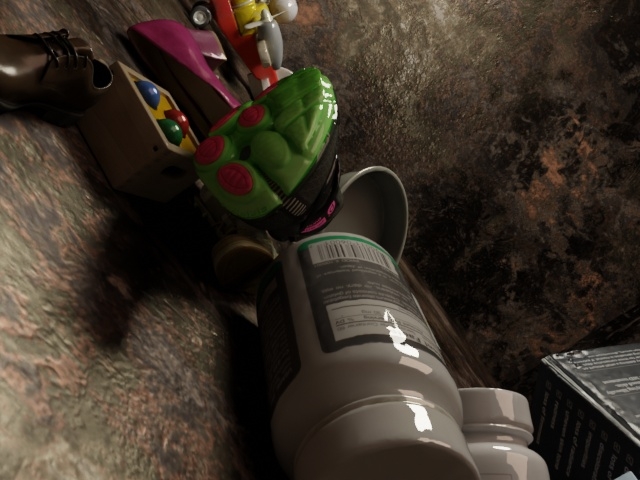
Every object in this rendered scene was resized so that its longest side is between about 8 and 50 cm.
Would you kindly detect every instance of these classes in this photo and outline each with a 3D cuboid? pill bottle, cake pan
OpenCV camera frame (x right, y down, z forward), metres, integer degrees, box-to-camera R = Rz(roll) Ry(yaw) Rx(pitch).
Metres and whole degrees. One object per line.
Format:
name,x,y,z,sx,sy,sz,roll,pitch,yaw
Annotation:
pill bottle,0.184,0.323,0.786,0.160,0.160,0.283,44,41,-50
pill bottle,0.038,0.158,0.781,0.204,0.204,0.361,50,12,-28
cake pan,0.068,-0.004,1.348,0.054,0.293,0.293,18,-16,37

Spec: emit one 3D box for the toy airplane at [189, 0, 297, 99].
toy airplane,-0.169,-0.602,2.046,0.386,0.272,0.384,59,10,20

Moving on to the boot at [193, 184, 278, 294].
boot,-0.122,-0.015,0.950,0.165,0.077,0.213,59,5,16

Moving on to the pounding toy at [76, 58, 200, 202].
pounding toy,-0.225,-0.160,0.880,0.206,0.094,0.181,58,10,12

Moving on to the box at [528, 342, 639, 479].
box,0.583,0.498,1.166,0.472,0.297,0.480,-126,-145,-62

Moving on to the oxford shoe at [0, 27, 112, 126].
oxford shoe,-0.280,-0.177,0.678,0.083,0.096,0.227,58,12,2

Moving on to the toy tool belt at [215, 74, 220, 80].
toy tool belt,-0.232,-0.331,1.518,0.051,0.052,0.083,40,17,-28

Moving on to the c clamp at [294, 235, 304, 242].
c clamp,0.000,0.000,1.441,0.160,0.022,0.137,16,41,-23

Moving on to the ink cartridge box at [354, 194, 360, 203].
ink cartridge box,-0.013,-0.103,1.470,0.217,0.092,0.158,33,6,12

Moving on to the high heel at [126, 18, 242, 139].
high heel,-0.210,-0.218,1.235,0.181,0.127,0.377,-13,70,-48

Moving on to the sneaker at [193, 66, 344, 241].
sneaker,-0.032,-0.098,0.898,0.202,0.185,0.483,57,7,-13

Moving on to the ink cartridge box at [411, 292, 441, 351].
ink cartridge box,0.146,0.174,1.452,0.127,0.128,0.176,49,13,-33

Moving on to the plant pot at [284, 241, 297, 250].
plant pot,-0.026,0.068,1.082,0.096,0.109,0.109,35,20,-31

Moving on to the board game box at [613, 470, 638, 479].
board game box,0.329,0.471,0.861,0.086,0.301,0.308,54,11,-8
